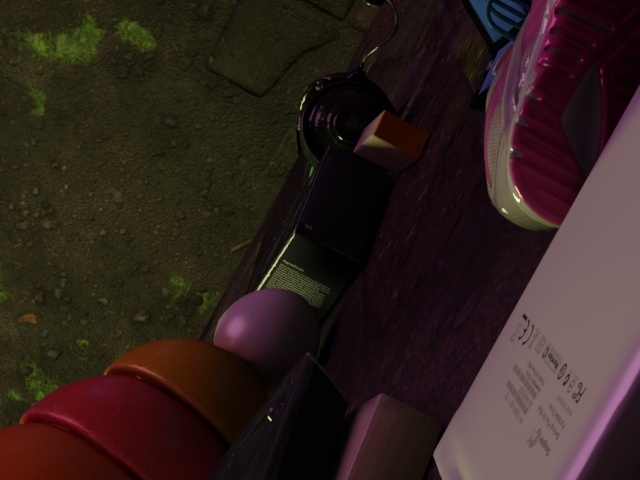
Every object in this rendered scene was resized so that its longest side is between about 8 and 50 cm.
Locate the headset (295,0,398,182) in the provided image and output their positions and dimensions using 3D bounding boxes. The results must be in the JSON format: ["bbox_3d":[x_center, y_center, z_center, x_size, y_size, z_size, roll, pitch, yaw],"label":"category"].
[{"bbox_3d":[0.009,-0.166,1.755,0.243,0.185,0.394,-97,23,-77],"label":"headset"}]

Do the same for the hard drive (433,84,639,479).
[{"bbox_3d":[0.153,0.011,0.620,0.307,0.040,0.203,-61,7,8],"label":"hard drive"}]

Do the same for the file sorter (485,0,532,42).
[{"bbox_3d":[0.184,-0.204,0.945,0.118,0.104,0.170,-59,7,24],"label":"file sorter"}]

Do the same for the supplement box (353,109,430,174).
[{"bbox_3d":[0.083,-0.114,1.520,0.036,0.062,0.098,-65,8,-13],"label":"supplement box"}]

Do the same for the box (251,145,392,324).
[{"bbox_3d":[0.000,0.000,1.565,0.158,0.093,0.156,-57,9,47],"label":"box"}]

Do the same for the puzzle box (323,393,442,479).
[{"bbox_3d":[-0.045,0.285,0.990,0.272,0.052,0.409,-66,8,-24],"label":"puzzle box"}]

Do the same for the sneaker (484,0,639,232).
[{"bbox_3d":[0.158,-0.114,0.803,0.252,0.103,0.111,-64,9,-19],"label":"sneaker"}]

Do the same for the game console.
[{"bbox_3d":[0.159,-0.196,1.238,0.107,0.071,0.122,-64,6,-12],"label":"game console"}]

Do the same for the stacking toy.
[{"bbox_3d":[-0.163,0.215,1.353,0.480,0.350,0.350,-49,-1,-29],"label":"stacking toy"}]

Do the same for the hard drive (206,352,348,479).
[{"bbox_3d":[-0.061,0.210,0.947,0.254,0.054,0.172,-55,10,47],"label":"hard drive"}]
